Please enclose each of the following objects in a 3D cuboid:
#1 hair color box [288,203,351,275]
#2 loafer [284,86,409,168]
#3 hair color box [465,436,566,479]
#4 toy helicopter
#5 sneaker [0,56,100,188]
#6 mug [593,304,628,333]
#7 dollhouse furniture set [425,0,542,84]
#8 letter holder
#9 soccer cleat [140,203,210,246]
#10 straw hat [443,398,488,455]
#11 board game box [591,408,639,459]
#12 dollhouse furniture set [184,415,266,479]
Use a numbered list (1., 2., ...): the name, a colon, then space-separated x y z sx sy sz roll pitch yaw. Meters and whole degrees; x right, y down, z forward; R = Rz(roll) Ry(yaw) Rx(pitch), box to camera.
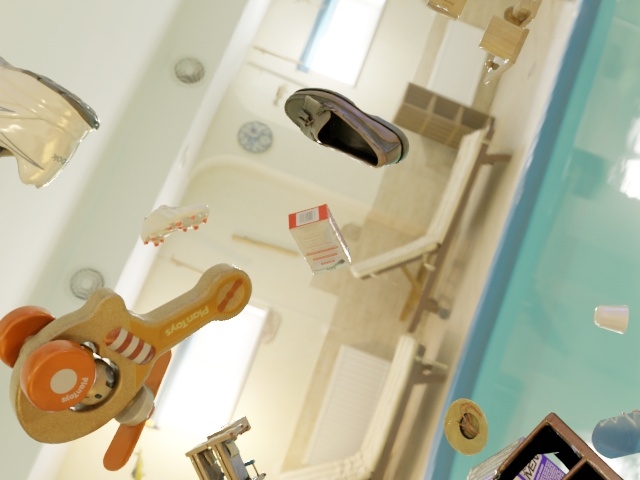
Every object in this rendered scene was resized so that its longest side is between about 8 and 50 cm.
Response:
1. hair color box: 0.000 0.000 1.613 0.053 0.093 0.167 -93 -17 -44
2. loafer: 0.032 -0.206 1.313 0.084 0.267 0.096 -36 -37 -43
3. hair color box: 0.468 0.575 1.454 0.110 0.339 0.185 -42 -8 -46
4. toy helicopter: -0.237 0.152 0.976 0.355 0.140 0.235 -31 -54 -28
5. sneaker: -0.412 -0.172 0.848 0.129 0.297 0.111 -59 -10 1
6. mug: 0.643 0.176 1.601 0.078 0.064 0.062 84 -162 -50
7. dollhouse furniture set: 0.237 -0.347 1.095 0.123 0.151 0.144 152 143 -85
8. letter holder: 0.336 0.413 1.107 0.214 0.152 0.302 -43 -27 -3
9. soccer cleat: -0.315 -0.049 1.529 0.196 0.068 0.076 -22 67 32
10. straw hat: 0.394 0.479 1.869 0.061 0.144 0.144 0 -61 -46
11. board game box: 0.706 0.437 1.660 0.033 0.168 0.133 -89 -20 -60
12. dollhouse furniture set: -0.186 0.484 1.626 0.129 0.129 0.183 -28 -5 19
